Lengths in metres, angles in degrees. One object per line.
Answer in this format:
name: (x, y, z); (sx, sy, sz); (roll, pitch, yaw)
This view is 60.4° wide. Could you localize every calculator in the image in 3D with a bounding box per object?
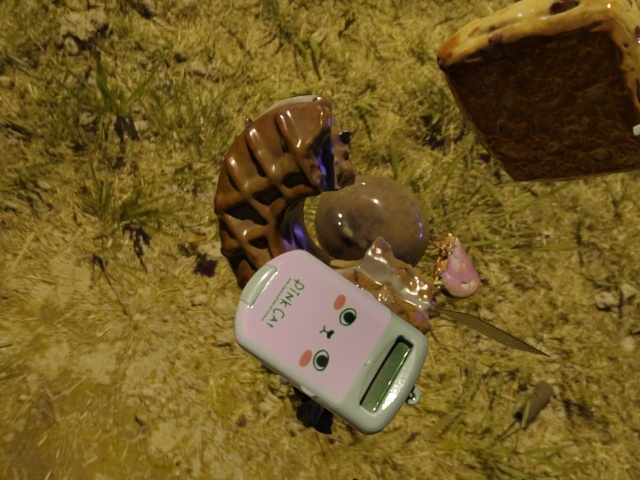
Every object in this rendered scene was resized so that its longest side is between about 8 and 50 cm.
calculator: (0.016, 0.118, 0.647); (0.246, 0.045, 0.141); (36, 71, 0)

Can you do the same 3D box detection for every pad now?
pad: (0.541, 0.292, 1.753); (0.330, 0.220, 0.004); (27, 80, -15)

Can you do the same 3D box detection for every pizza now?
pizza: (0.440, 0.089, 1.845); (0.289, 0.081, 0.229); (2, 80, -49)

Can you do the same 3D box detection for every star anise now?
star anise: (-0.042, 0.312, 1.262); (0.129, 0.212, 0.283); (-28, 84, 1)

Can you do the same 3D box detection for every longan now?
longan: (0.141, -0.032, 1.517); (0.318, 0.319, 0.319); (3, 82, -18)

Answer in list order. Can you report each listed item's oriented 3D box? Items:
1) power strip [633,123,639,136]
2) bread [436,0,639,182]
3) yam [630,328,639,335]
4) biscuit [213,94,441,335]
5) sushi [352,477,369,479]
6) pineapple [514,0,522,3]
power strip: (0.308, -0.098, 0.328); (0.215, 0.137, 0.044); (-20, 129, 14)
bread: (0.271, -0.172, 0.634); (0.235, 0.210, 0.099); (48, 56, -32)
yam: (0.832, 0.223, 1.397); (0.107, 0.014, 0.014); (-15, 88, -14)
biscuit: (-0.018, -0.002, 0.770); (0.366, 0.268, 0.115); (62, 32, -6)
sushi: (0.095, 0.813, 1.434); (0.294, 0.299, 0.282); (-32, 118, -34)
pineapple: (0.342, -0.388, 0.726); (0.193, 0.166, 0.166); (-22, 90, 13)
